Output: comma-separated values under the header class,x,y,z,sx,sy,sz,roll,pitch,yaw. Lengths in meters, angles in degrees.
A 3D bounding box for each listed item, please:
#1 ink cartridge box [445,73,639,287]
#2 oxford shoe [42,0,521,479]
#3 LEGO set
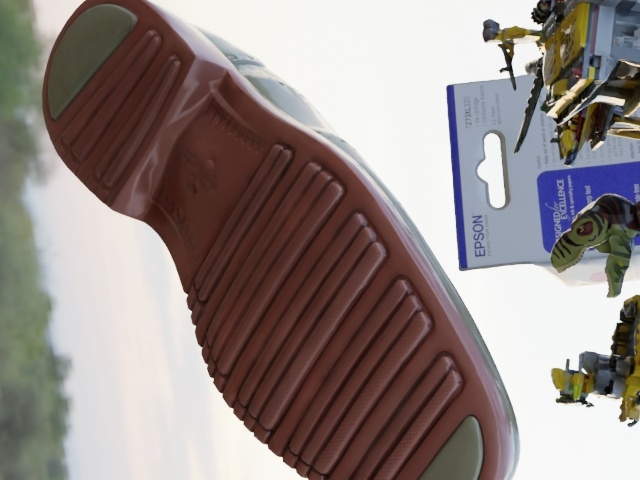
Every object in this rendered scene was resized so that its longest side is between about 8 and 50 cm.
class,x,y,z,sx,sy,sz,roll,pitch,yaw
ink cartridge box,0.291,-0.061,1.395,0.069,0.371,0.176,72,14,-63
oxford shoe,0.000,0.000,0.949,0.140,0.146,0.397,-52,-127,21
LEGO set,0.162,-0.031,0.887,0.331,0.192,0.255,161,-61,-85
